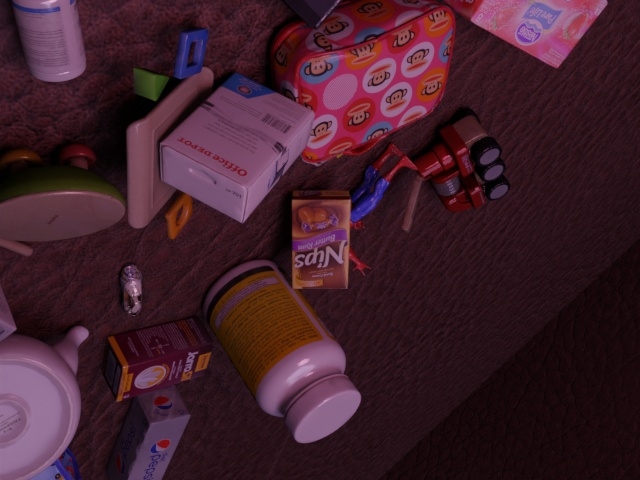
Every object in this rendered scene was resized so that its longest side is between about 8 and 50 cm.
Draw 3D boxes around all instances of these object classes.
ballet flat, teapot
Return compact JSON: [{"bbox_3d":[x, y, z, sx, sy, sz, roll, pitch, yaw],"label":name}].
[{"bbox_3d":[-0.326,0.091,1.221,0.041,0.041,0.114,-16,140,-30],"label":"ballet flat"},{"bbox_3d":[-0.517,0.256,1.116,0.256,0.187,0.252,14,93,-29],"label":"teapot"}]

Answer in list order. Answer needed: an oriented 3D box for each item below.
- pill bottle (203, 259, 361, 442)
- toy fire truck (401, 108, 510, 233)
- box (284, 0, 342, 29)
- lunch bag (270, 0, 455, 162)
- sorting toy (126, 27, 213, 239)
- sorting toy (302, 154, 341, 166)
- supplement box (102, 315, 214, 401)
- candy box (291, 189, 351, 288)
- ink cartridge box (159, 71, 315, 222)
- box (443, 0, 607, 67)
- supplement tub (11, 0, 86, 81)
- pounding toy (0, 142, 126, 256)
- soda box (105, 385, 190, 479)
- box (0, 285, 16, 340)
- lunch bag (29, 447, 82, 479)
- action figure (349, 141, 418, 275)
[{"bbox_3d":[-0.073,0.208,1.331,0.188,0.334,0.187,-25,143,-20],"label":"pill bottle"},{"bbox_3d":[0.260,-0.115,1.459,0.246,0.158,0.217,-29,147,6],"label":"toy fire truck"},{"bbox_3d":[0.001,-0.459,0.869,0.293,0.073,0.295,-45,146,11],"label":"box"},{"bbox_3d":[0.070,-0.250,1.124,0.293,0.120,0.258,-24,142,-18],"label":"lunch bag"},{"bbox_3d":[-0.224,-0.137,1.001,0.196,0.047,0.347,-57,165,-47],"label":"sorting toy"},{"bbox_3d":[0.008,-0.160,1.255,0.075,0.044,0.083,-35,151,30],"label":"sorting toy"},{"bbox_3d":[-0.313,0.226,1.352,0.188,0.081,0.104,-11,137,-36],"label":"supplement box"},{"bbox_3d":[0.000,0.000,1.321,0.109,0.053,0.186,0,116,-2],"label":"candy box"},{"bbox_3d":[-0.116,-0.136,0.995,0.190,0.140,0.082,-55,169,-36],"label":"ink cartridge box"},{"bbox_3d":[0.318,-0.411,1.148,0.300,0.154,0.142,5,127,-47],"label":"box"},{"bbox_3d":[-0.315,-0.248,0.812,0.071,0.071,0.107,-20,142,-26],"label":"supplement tub"},{"bbox_3d":[-0.385,-0.071,0.948,0.237,0.110,0.183,-18,164,21],"label":"pounding toy"},{"bbox_3d":[-0.382,0.447,1.533,0.098,0.091,0.286,-4,132,-39],"label":"soda box"},{"bbox_3d":[-0.496,0.069,0.945,0.072,0.137,0.126,-35,146,-4],"label":"box"},{"bbox_3d":[-0.598,0.433,1.300,0.221,0.138,0.293,-25,135,-16],"label":"lunch bag"},{"bbox_3d":[0.093,-0.046,1.401,0.280,0.091,0.139,-45,129,9],"label":"action figure"}]
